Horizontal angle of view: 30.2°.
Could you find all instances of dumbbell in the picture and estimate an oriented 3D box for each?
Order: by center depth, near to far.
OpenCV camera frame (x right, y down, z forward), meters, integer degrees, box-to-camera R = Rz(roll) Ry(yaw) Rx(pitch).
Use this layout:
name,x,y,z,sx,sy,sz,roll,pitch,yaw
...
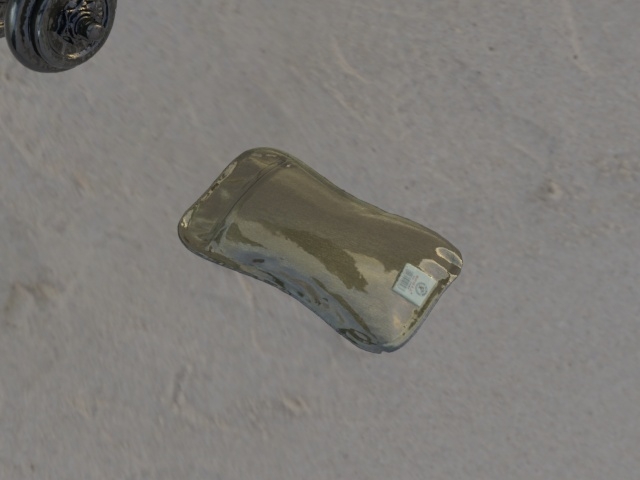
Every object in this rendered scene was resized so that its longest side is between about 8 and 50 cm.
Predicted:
name,x,y,z,sx,sy,sz,roll,pitch,yaw
dumbbell,-0.414,-0.353,1.700,0.192,0.290,0.192,-38,145,-32

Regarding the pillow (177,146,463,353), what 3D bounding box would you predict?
name,x,y,z,sx,sy,sz,roll,pitch,yaw
pillow,0.000,0.000,0.945,0.130,0.217,0.033,-51,157,-31
